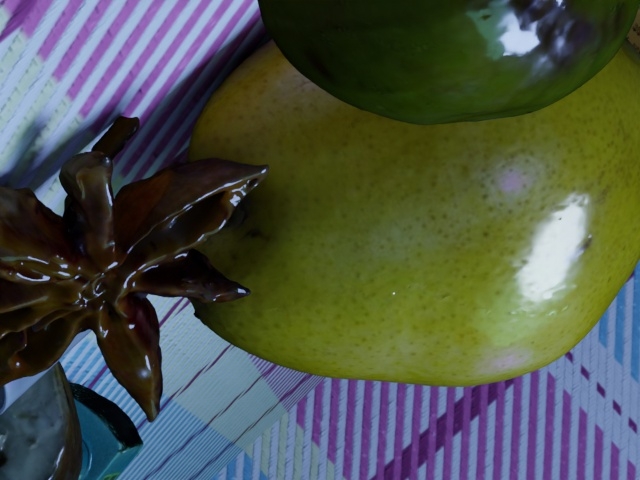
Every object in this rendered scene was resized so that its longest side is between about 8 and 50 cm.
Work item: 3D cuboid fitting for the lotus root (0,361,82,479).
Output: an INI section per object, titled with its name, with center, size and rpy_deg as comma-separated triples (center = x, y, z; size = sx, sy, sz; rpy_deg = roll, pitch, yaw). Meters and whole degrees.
[lotus root]
center = -0.264, 0.172, 1.293
size = 0.235, 0.138, 0.119
rpy_deg = -36, 161, -5

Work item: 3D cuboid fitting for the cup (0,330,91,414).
[cup]
center = -0.203, 0.057, 1.184
size = 0.104, 0.074, 0.116
rpy_deg = -15, -160, 48

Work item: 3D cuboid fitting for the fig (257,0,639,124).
[fig]
center = 0.052, -0.157, 0.928
size = 0.225, 0.203, 0.203
rpy_deg = 1, -154, 42

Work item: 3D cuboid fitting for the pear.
[pear]
center = 0.072, -0.034, 1.208
size = 0.336, 0.285, 0.285
rpy_deg = -42, 174, -40

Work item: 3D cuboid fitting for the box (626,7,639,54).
[box]
center = 0.293, -0.189, 1.851
size = 0.070, 0.152, 0.237
rpy_deg = -39, 171, -29

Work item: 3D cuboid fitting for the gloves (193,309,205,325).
[gloves]
center = -0.066, -0.003, 1.447
size = 0.129, 0.106, 0.181
rpy_deg = -37, -161, -25

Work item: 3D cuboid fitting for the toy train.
[toy train]
center = -0.267, 0.212, 1.503
size = 0.194, 0.120, 0.298
rpy_deg = -50, 171, 5

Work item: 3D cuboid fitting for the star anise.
[star anise]
center = -0.141, 0.017, 1.059
size = 0.212, 0.111, 0.196
rpy_deg = -14, 125, -29
